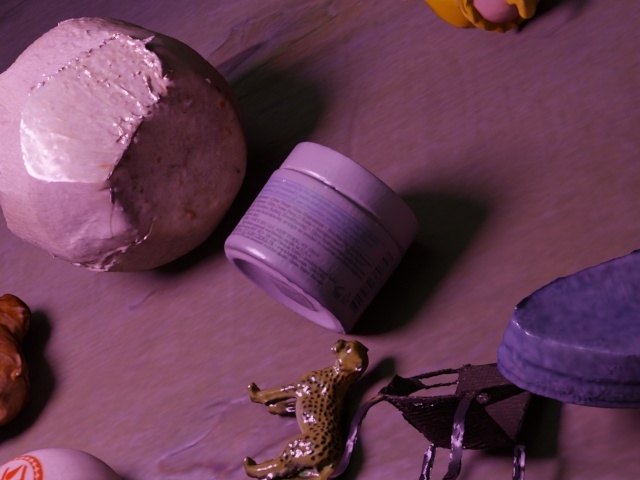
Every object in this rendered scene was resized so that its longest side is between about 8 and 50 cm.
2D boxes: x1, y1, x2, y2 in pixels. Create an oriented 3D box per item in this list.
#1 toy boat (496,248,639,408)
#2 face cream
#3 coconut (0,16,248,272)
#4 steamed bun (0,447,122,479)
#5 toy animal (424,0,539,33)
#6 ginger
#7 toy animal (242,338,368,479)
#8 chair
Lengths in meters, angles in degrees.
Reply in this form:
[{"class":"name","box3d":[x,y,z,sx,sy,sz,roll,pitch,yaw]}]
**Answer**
[{"class":"toy boat","box3d":[0.288,0.074,0.923,0.283,0.078,0.127,-7,47,6]},{"class":"face cream","box3d":[0.000,0.000,1.253,0.177,0.177,0.153,21,71,51]},{"class":"coconut","box3d":[-0.297,-0.132,1.536,0.360,0.346,0.346,15,65,48]},{"class":"steamed bun","box3d":[-0.333,0.336,1.254,0.232,0.145,0.232,-25,40,23]},{"class":"toy animal","box3d":[0.210,-0.345,1.439,0.156,0.156,0.230,-50,40,-10]},{"class":"ginger","box3d":[-0.558,0.199,1.596,0.357,0.152,0.274,-29,38,16]},{"class":"toy animal","box3d":[-0.010,0.198,1.158,0.136,0.073,0.181,-18,39,19]},{"class":"chair","box3d":[0.127,0.164,1.005,0.174,0.149,0.213,-10,43,39]}]
